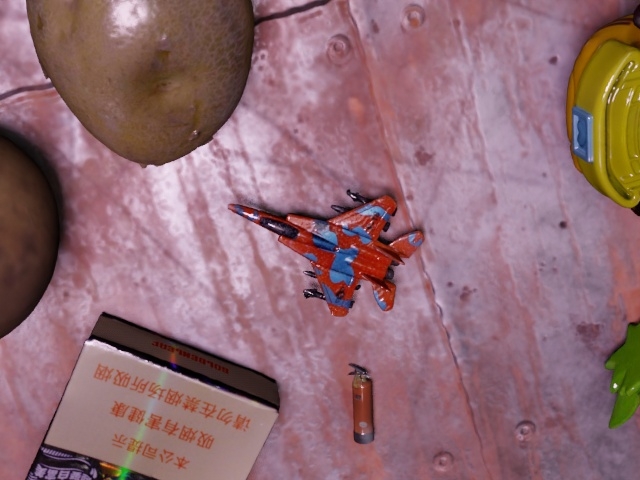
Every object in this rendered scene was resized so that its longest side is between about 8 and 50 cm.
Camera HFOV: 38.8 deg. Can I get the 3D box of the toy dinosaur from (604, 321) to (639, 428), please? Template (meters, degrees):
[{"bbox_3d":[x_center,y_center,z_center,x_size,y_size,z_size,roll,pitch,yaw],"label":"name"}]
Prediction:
[{"bbox_3d":[0.392,0.155,0.927,0.177,0.152,0.194,35,58,-13],"label":"toy dinosaur"}]

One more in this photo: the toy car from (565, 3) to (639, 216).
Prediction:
[{"bbox_3d":[0.330,-0.134,0.824,0.248,0.142,0.200,-10,116,-10],"label":"toy car"}]

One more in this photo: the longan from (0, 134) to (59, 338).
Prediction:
[{"bbox_3d":[-0.333,0.004,0.776,0.220,0.196,0.196,-16,106,-6],"label":"longan"}]

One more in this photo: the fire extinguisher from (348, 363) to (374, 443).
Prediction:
[{"bbox_3d":[0.041,0.168,0.941,0.028,0.022,0.083,4,106,25],"label":"fire extinguisher"}]

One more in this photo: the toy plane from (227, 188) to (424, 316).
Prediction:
[{"bbox_3d":[0.000,-0.001,0.873,0.189,0.061,0.130,23,102,-6],"label":"toy plane"}]

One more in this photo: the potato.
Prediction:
[{"bbox_3d":[-0.149,-0.176,0.768,0.178,0.160,0.235,14,119,16],"label":"potato"}]

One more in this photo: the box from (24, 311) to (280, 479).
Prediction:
[{"bbox_3d":[-0.193,0.248,0.908,0.198,0.084,0.310,23,101,-11],"label":"box"}]
